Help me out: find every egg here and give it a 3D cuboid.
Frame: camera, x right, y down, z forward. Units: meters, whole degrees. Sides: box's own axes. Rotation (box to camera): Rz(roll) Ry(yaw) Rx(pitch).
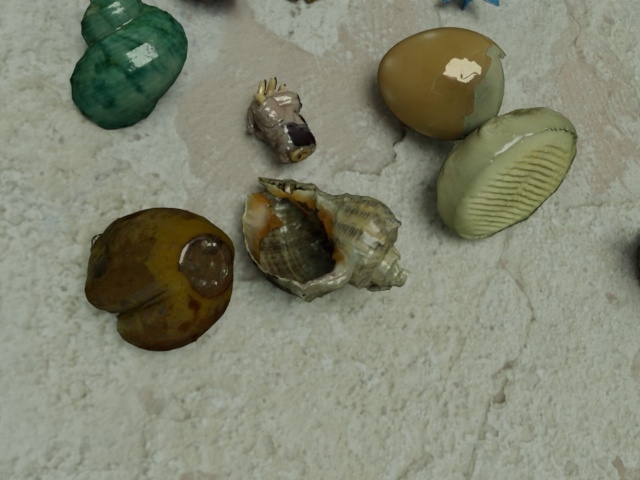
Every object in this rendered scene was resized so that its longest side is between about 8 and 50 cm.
[{"bbox_3d":[0.224,-0.289,1.052,0.244,0.201,0.201,11,74,-6],"label":"egg"}]

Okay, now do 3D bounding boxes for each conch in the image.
[{"bbox_3d":[0.007,0.009,0.927,0.291,0.159,0.210,29,74,29],"label":"conch"},{"bbox_3d":[-0.303,-0.300,0.887,0.196,0.134,0.202,-23,87,-25],"label":"conch"}]

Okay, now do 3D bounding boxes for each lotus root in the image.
[{"bbox_3d":[-0.205,0.055,0.798,0.188,0.179,0.199,16,74,-40],"label":"lotus root"}]

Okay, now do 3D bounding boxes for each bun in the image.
[{"bbox_3d":[0.325,-0.133,1.042,0.287,0.287,0.146,-21,55,-24],"label":"bun"}]

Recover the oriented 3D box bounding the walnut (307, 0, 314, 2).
[{"bbox_3d":[-0.042,-0.541,1.081,0.142,0.069,0.170,-7,83,-24],"label":"walnut"}]

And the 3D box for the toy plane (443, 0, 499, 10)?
[{"bbox_3d":[0.314,-0.622,1.221,0.253,0.105,0.272,2,81,-6],"label":"toy plane"}]

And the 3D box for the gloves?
[{"bbox_3d":[-0.068,-0.197,0.975,0.110,0.094,0.144,3,57,-29],"label":"gloves"}]

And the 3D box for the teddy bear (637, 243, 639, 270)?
[{"bbox_3d":[0.754,0.032,1.138,0.236,0.267,0.151,32,75,4],"label":"teddy bear"}]
